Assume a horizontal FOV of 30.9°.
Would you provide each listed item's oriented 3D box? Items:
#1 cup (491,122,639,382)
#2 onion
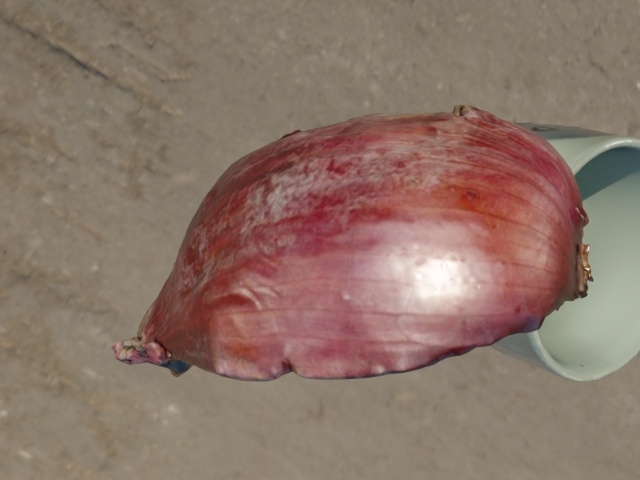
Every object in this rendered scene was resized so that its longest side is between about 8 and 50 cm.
[{"bbox_3d":[0.176,-0.005,0.966,0.258,0.234,0.187,6,98,-38],"label":"cup"},{"bbox_3d":[0.000,0.000,0.635,0.283,0.227,0.120,-16,99,15],"label":"onion"}]
